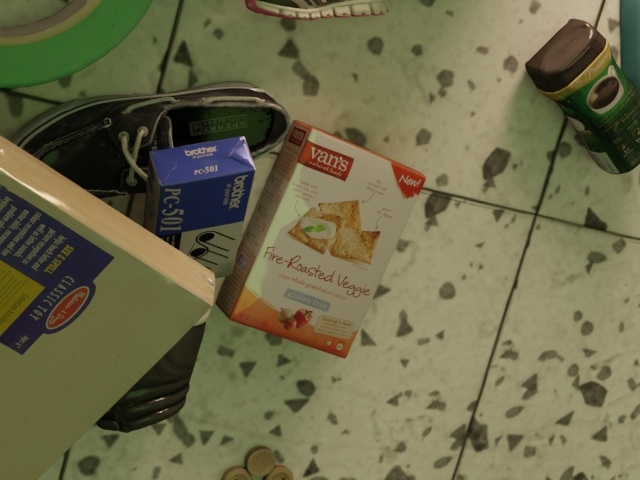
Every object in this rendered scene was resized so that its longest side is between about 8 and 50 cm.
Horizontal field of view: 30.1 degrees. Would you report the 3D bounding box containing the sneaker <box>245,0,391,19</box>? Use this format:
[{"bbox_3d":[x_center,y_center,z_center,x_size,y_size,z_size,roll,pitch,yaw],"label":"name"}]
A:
[{"bbox_3d":[-0.002,-0.276,1.270,0.170,0.063,0.075,-8,108,-24],"label":"sneaker"}]

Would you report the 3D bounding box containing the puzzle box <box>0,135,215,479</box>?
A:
[{"bbox_3d":[-0.328,0.102,1.148,0.272,0.052,0.409,35,118,-22],"label":"puzzle box"}]

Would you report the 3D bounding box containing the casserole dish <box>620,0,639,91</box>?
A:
[{"bbox_3d":[0.424,-0.254,1.452,0.114,0.037,0.188,-12,108,-18],"label":"casserole dish"}]

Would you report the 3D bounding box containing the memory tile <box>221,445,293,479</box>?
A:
[{"bbox_3d":[-0.070,0.327,1.441,0.113,0.012,0.148,-39,114,-7],"label":"memory tile"}]

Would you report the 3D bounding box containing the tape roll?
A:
[{"bbox_3d":[-0.304,-0.307,1.118,0.321,0.077,0.321,-6,109,-20],"label":"tape roll"}]

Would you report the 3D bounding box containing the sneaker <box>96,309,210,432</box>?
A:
[{"bbox_3d":[-0.265,0.137,1.263,0.295,0.104,0.147,-1,108,-19],"label":"sneaker"}]

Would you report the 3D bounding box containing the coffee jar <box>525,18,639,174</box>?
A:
[{"bbox_3d":[0.327,-0.172,1.414,0.096,0.079,0.184,-44,116,-1],"label":"coffee jar"}]

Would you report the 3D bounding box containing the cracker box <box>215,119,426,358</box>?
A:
[{"bbox_3d":[0.000,0.000,1.345,0.155,0.067,0.232,20,96,-25],"label":"cracker box"}]

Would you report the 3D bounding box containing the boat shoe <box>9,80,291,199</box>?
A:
[{"bbox_3d":[-0.177,-0.096,1.231,0.301,0.102,0.108,-12,109,-18],"label":"boat shoe"}]

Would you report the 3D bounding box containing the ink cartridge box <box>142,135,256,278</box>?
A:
[{"bbox_3d":[-0.131,-0.024,1.231,0.097,0.046,0.207,-11,151,-18],"label":"ink cartridge box"}]
